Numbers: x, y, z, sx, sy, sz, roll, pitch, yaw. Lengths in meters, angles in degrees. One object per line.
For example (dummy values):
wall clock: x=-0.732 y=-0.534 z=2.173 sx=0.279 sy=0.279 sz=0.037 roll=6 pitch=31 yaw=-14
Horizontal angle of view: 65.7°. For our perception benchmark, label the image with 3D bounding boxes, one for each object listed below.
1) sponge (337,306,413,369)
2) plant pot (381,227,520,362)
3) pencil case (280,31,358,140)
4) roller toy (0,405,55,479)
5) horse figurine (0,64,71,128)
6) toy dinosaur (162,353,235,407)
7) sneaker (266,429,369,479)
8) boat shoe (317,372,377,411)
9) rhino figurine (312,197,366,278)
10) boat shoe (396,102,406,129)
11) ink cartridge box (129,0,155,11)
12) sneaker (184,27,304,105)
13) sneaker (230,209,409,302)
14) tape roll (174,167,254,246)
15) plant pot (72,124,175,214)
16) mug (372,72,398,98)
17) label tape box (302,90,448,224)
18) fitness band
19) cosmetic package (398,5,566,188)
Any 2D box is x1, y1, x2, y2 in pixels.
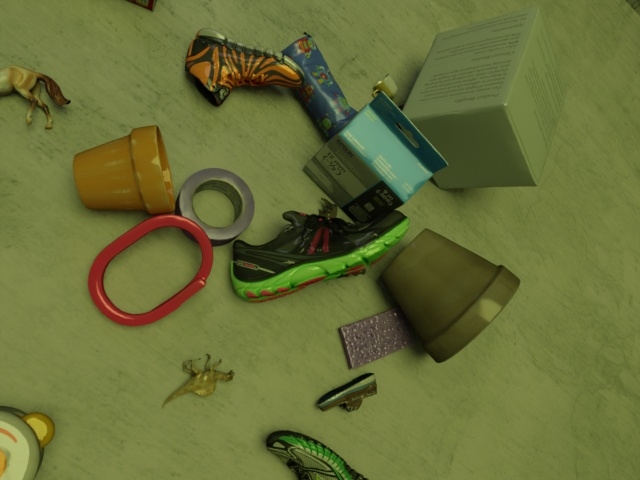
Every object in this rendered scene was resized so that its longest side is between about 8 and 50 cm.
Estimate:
sponge: x=0.156 y=0.270 z=1.390 sx=0.210 sy=0.031 sz=0.117 roll=-15 pitch=83 yaw=-26
plant pot: x=0.331 y=0.128 z=1.376 sx=0.280 sy=0.323 sz=0.323 roll=43 pitch=63 yaw=9
pencil case: x=-0.001 y=-0.445 z=1.453 sx=0.133 sy=0.119 sz=0.306 roll=-34 pitch=92 yaw=-40
roller toy: x=-0.630 y=0.415 z=0.933 sx=0.209 sy=0.146 sz=0.191 roll=14 pitch=72 yaw=-21
horse figurine: x=-0.720 y=-0.340 z=1.132 sx=0.263 sy=0.066 sz=0.174 roll=-10 pitch=87 yaw=-24
toy dinosaur: x=-0.288 y=0.325 z=1.164 sx=0.183 sy=0.053 sz=0.092 roll=-16 pitch=85 yaw=-27
sneaker: x=0.001 y=0.579 z=1.184 sx=0.343 sy=0.134 sz=0.146 roll=43 pitch=65 yaw=-10
boat shoe: x=0.078 y=0.412 z=1.299 sx=0.183 sy=0.066 sz=0.066 roll=-18 pitch=86 yaw=-27
rhino figurine: x=0.039 y=-0.008 z=1.385 sx=0.106 sy=0.073 sz=0.243 roll=-13 pitch=81 yaw=-25
boat shoe: x=0.299 y=-0.419 z=1.608 sx=0.207 sy=0.073 sz=0.073 roll=-30 pitch=92 yaw=-26
ink cartridge box: x=-0.533 y=-0.752 z=1.204 sx=0.309 sy=0.272 sz=0.130 roll=16 pitch=71 yaw=-20
sneaker: x=-0.214 y=-0.438 z=1.354 sx=0.321 sy=0.124 sz=0.180 roll=18 pitch=76 yaw=0
sneaker: x=0.000 y=0.000 z=1.253 sx=0.483 sy=0.185 sz=0.202 roll=-17 pitch=78 yaw=-9
tape roll: x=-0.269 y=-0.084 z=1.261 sx=0.189 sy=0.080 sz=0.189 roll=6 pitch=74 yaw=-24
plant pot: x=-0.451 y=-0.151 z=1.144 sx=0.188 sy=0.205 sz=0.205 roll=-10 pitch=81 yaw=-10
mug: x=0.212 y=-0.490 z=1.602 sx=0.064 sy=0.078 sz=0.062 roll=46 pitch=31 yaw=-17
label tape box: x=0.132 y=-0.197 z=1.319 sx=0.249 sy=0.348 sz=0.115 roll=45 pitch=64 yaw=-8
fitness band: x=-0.387 y=0.067 z=1.150 sx=0.291 sy=0.054 sz=0.209 roll=-37 pitch=99 yaw=-9
cosmetic package: x=0.496 y=-0.408 z=1.495 sx=0.327 sy=0.329 sz=0.393 roll=46 pitch=60 yaw=-39
